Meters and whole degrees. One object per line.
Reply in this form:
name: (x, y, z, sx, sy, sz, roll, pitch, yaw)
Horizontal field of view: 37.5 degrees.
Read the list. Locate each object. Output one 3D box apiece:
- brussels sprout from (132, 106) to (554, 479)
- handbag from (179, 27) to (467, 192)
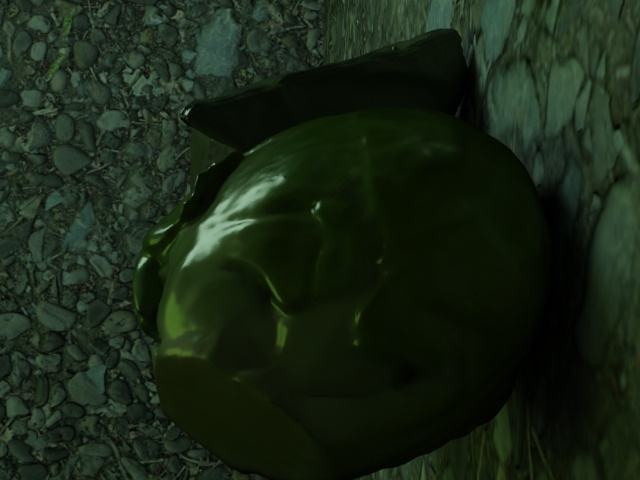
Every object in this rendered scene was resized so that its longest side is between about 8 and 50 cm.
brussels sprout: (0.013, 0.027, 0.534, 0.244, 0.244, 0.244, -179, 90, -86)
handbag: (0.003, -0.004, 0.752, 0.109, 0.253, 0.315, 39, 140, 37)
